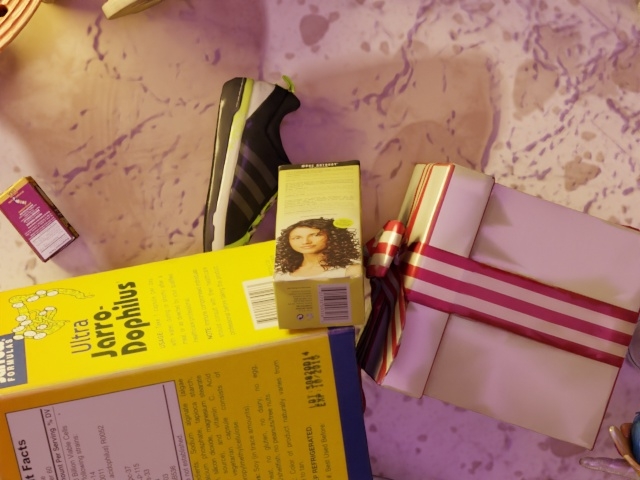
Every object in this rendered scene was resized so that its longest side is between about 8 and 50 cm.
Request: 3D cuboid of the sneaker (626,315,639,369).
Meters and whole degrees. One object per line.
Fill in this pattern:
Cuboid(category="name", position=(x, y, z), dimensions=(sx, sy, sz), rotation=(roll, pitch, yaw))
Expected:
Cuboid(category="sneaker", position=(0.441, 0.149, 1.910), dimensions=(0.258, 0.091, 0.094), rotation=(18, 92, -3))

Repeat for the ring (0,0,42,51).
Cuboid(category="ring", position=(-0.420, -0.294, 1.835), dimensions=(0.337, 0.032, 0.336), rotation=(-2, 71, 6))

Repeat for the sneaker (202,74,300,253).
Cuboid(category="sneaker", position=(-0.066, -0.056, 1.884), dimensions=(0.097, 0.084, 0.234), rotation=(7, 93, -5))

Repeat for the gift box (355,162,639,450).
Cuboid(category="gift box", position=(0.159, 0.073, 1.816), dimensions=(0.258, 0.255, 0.276), rotation=(20, 86, -5))

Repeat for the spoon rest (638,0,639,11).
Cuboid(category="spoon rest", position=(0.442, -0.194, 1.906), dimensions=(0.276, 0.084, 0.137), rotation=(33, 79, -15))

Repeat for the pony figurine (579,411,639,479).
Cuboid(category="pony figurine", position=(0.460, 0.288, 1.808), dimensions=(0.351, 0.302, 0.363), rotation=(-10, 129, 16))

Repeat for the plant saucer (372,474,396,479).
Cuboid(category="plant saucer", position=(0.018, 0.433, 1.903), dimensions=(0.401, 0.100, 0.400), rotation=(0, 93, -2))

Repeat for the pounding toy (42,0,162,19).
Cuboid(category="pounding toy", position=(-0.177, -0.318, 1.831), dimensions=(0.270, 0.154, 0.154), rotation=(-27, 94, -1))

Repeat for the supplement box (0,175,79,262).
Cuboid(category="supplement box", position=(-0.293, -0.023, 1.890), dimensions=(0.043, 0.055, 0.083), rotation=(-39, 94, 0))

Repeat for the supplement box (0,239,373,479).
Cuboid(category="supplement box", position=(-0.146, 0.148, 1.797), dimensions=(0.357, 0.195, 0.194), rotation=(-10, 120, -6))

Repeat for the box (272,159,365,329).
Cuboid(category="box", position=(0.000, 0.000, 1.768), dimensions=(0.087, 0.232, 0.058), rotation=(-4, 119, 1))
